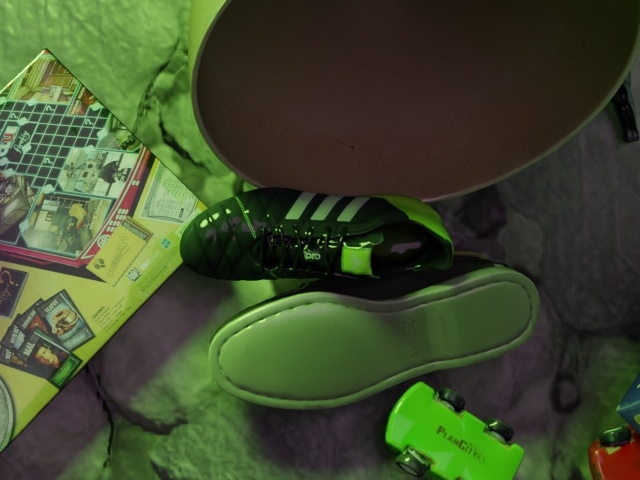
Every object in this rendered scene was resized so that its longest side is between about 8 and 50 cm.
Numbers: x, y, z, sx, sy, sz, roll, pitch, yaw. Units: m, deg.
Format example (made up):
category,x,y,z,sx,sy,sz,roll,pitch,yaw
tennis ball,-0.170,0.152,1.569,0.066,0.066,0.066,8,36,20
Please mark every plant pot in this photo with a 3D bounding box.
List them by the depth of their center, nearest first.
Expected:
category,x,y,z,sx,sy,sz,roll,pitch,yaw
plant pot,0.045,-0.179,0.977,0.284,0.284,0.191,0,53,-17

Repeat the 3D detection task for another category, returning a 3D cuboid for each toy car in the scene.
category,x,y,z,sx,sy,sz,roll,pitch,yaw
toy car,0.138,0.172,1.042,0.225,0.053,0.239,34,73,-9

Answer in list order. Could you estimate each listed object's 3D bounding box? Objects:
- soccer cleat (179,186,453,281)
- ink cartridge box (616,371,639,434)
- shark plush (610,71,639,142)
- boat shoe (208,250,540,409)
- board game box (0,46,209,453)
category,x,y,z,sx,sy,sz,roll,pitch,yaw
soccer cleat,0.000,0.000,0.975,0.179,0.072,0.060,-4,113,-17
ink cartridge box,0.372,0.035,0.985,0.151,0.270,0.395,40,62,-6
shark plush,0.222,-0.156,1.119,0.067,0.073,0.161,-11,78,-50
boat shoe,0.031,0.057,1.020,0.228,0.068,0.081,-9,109,-14
board game box,-0.204,0.018,0.966,0.165,0.042,0.243,45,72,-6
